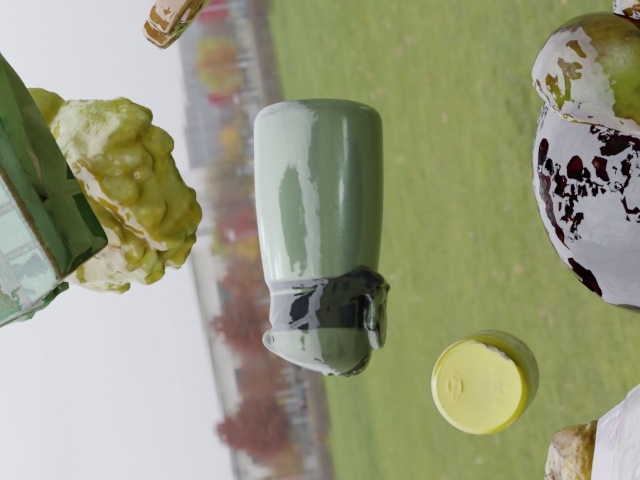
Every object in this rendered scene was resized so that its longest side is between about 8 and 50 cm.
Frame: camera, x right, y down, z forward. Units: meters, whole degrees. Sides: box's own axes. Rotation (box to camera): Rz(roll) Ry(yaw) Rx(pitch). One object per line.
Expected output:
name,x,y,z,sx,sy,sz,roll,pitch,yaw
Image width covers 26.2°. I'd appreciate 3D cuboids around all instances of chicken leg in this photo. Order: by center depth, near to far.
chicken leg,0.341,0.277,1.428,0.107,0.251,0.087,-60,9,6

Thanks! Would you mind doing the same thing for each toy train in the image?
toy train,-0.334,-0.074,1.276,0.326,0.159,0.129,61,-160,-9

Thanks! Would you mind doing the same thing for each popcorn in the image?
popcorn,-0.259,-0.051,1.514,0.192,0.266,0.233,-53,7,-30

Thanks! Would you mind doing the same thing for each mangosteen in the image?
mangosteen,0.401,-0.095,1.432,0.421,0.381,0.381,55,-158,-60

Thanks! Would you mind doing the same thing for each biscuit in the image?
biscuit,-0.084,-0.261,1.181,0.186,0.044,0.295,-58,7,-28

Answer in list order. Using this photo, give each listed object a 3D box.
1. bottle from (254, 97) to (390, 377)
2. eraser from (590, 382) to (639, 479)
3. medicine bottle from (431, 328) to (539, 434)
bottle,0.002,0.001,1.744,0.168,0.168,0.347,97,171,-83
eraser,0.285,0.170,0.929,0.397,0.082,0.213,117,166,-63
medicine bottle,0.219,0.172,1.750,0.212,0.122,0.122,-8,-91,-74
